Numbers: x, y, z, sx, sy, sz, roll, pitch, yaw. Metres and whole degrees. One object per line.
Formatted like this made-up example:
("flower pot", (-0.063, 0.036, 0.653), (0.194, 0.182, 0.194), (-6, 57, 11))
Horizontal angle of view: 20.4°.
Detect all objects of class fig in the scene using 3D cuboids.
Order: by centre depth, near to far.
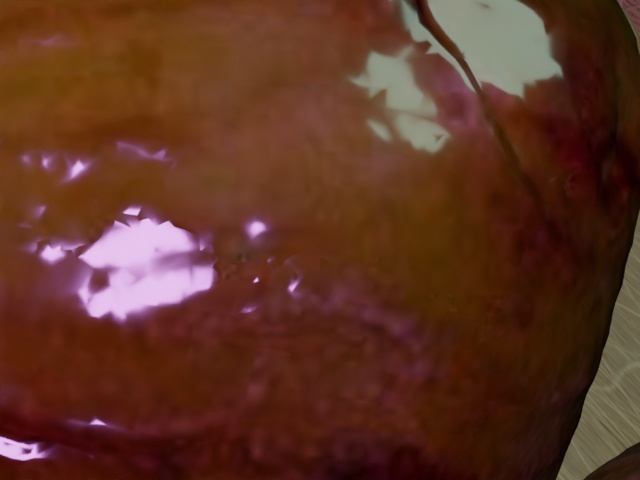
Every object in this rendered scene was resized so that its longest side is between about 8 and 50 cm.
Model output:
("fig", (-0.098, -0.019, 0.370), (0.321, 0.217, 0.217), (9, 30, -27))

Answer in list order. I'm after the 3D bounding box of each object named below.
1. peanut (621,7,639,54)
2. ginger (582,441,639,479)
("peanut", (0.072, -0.136, 1.146), (0.387, 0.169, 0.192), (32, 22, -26))
("ginger", (0.254, 0.192, 0.707), (0.375, 0.176, 0.256), (44, 32, -4))
